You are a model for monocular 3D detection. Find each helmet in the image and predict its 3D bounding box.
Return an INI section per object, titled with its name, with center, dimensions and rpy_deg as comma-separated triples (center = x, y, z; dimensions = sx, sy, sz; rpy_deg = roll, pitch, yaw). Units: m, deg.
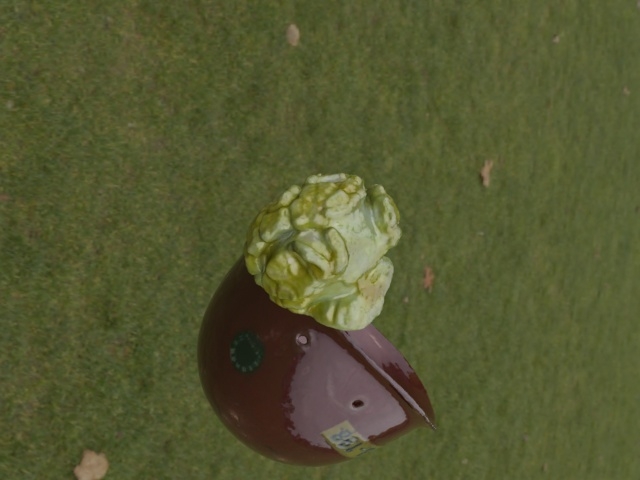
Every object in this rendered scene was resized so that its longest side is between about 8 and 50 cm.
[helmet]
center = -0.030, 0.174, 1.040
dimensions = 0.230, 0.337, 0.385
rpy_deg = -39, 145, 2

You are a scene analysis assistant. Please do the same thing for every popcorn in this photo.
[popcorn]
center = 0.000, 0.000, 0.688
dimensions = 0.141, 0.135, 0.162
rpy_deg = 107, -19, -55
